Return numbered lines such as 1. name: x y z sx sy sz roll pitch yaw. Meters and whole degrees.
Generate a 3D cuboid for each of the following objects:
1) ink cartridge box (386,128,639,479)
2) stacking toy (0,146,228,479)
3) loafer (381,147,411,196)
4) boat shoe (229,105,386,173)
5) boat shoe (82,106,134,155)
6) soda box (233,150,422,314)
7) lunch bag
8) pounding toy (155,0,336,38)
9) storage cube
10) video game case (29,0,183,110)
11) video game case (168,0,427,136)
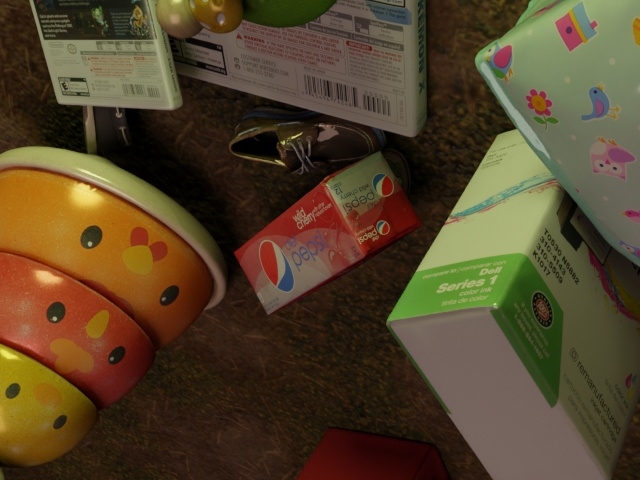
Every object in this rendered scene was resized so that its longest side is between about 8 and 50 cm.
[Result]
1. ink cartridge box: 0.203 0.046 0.918 0.117 0.278 0.201 -14 120 42
2. stacking toy: -0.351 0.158 1.278 0.350 0.480 0.351 18 154 9
3. loafer: 0.068 -0.043 1.126 0.045 0.039 0.125 26 141 15
4. boat shoe: -0.017 -0.101 1.111 0.183 0.066 0.066 4 132 36
5. boat shoe: -0.249 -0.186 1.234 0.065 0.075 0.206 -4 137 -17
6. soda box: 0.000 0.000 1.143 0.092 0.083 0.263 61 150 4
7. lunch bag: 0.290 -0.101 0.794 0.223 0.160 0.262 -24 107 48
8. pounding toy: -0.098 -0.250 0.928 0.236 0.110 0.183 3 130 37
9. storage cube: 0.070 0.407 1.466 0.215 0.193 0.184 1 130 37
10. video game case: -0.237 -0.228 1.112 0.190 0.022 0.173 8 120 37
11. video game case: -0.052 -0.263 0.999 0.329 0.036 0.300 19 139 24
